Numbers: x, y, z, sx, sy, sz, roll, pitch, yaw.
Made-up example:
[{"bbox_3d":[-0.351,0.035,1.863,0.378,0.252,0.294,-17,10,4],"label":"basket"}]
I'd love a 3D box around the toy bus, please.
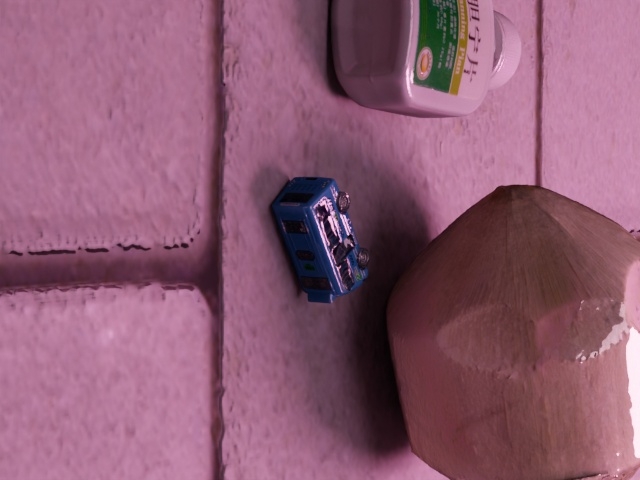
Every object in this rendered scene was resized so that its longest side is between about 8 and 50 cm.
[{"bbox_3d":[0.000,0.000,1.308,0.046,0.038,0.083,-49,130,-41],"label":"toy bus"}]

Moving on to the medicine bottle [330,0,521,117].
[{"bbox_3d":[0.079,-0.149,1.408,0.183,0.069,0.119,6,84,-60],"label":"medicine bottle"}]

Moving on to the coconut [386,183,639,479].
[{"bbox_3d":[0.156,0.069,1.409,0.224,0.224,0.234,-26,116,-56],"label":"coconut"}]
